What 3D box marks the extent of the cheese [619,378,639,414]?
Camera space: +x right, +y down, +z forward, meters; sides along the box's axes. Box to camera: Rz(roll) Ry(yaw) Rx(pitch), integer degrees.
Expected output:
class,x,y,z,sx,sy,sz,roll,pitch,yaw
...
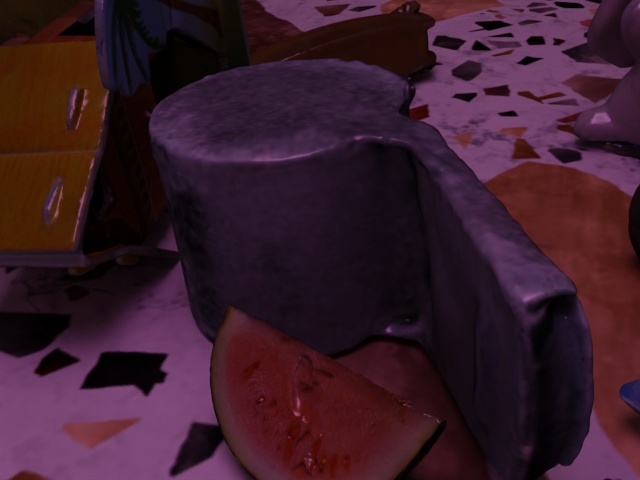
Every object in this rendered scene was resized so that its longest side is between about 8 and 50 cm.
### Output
class,x,y,z,sx,sy,sz,roll,pitch,yaw
cheese,0.310,0.072,0.471,0.244,0.052,0.135,-25,37,-26

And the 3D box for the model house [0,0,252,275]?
class,x,y,z,sx,sy,sz,roll,pitch,yaw
model house,-0.243,-0.130,0.614,0.300,0.340,0.323,0,37,12

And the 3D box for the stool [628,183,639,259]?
class,x,y,z,sx,sy,sz,roll,pitch,yaw
stool,0.303,-0.017,0.577,0.110,0.096,0.096,-15,33,-21

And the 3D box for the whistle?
class,x,y,z,sx,sy,sz,roll,pitch,yaw
whistle,0.031,-0.007,0.528,0.405,0.168,0.188,24,43,39

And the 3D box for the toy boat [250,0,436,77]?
class,x,y,z,sx,sy,sz,roll,pitch,yaw
toy boat,0.006,-0.231,0.963,0.321,0.089,0.121,-22,30,-22

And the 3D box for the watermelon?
class,x,y,z,sx,sy,sz,roll,pitch,yaw
watermelon,0.002,0.107,0.453,0.163,0.087,0.069,25,6,36

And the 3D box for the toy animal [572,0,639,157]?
class,x,y,z,sx,sy,sz,roll,pitch,yaw
toy animal,0.385,-0.198,0.711,0.249,0.289,0.174,41,49,23

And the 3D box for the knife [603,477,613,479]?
class,x,y,z,sx,sy,sz,roll,pitch,yaw
knife,0.151,0.200,0.326,0.035,0.018,0.247,2,32,10
